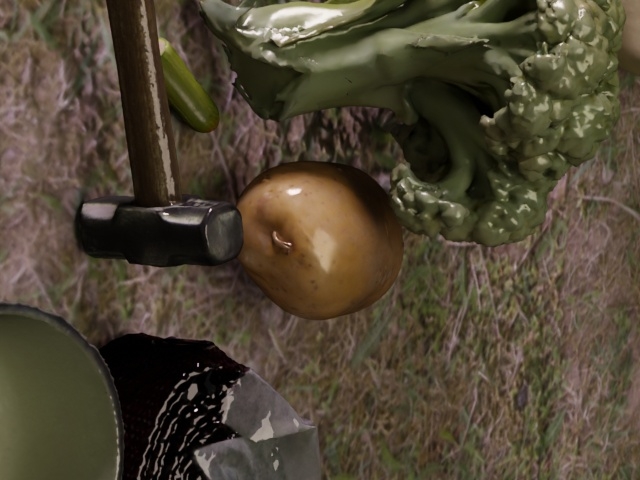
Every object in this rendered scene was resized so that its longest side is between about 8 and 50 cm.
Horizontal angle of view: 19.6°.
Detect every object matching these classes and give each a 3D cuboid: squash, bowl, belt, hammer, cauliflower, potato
[{"bbox_3d":[-0.097,-0.106,1.301,0.027,0.027,0.083,-60,137,-24],"label":"squash"},{"bbox_3d":[-0.231,0.132,1.117,0.211,0.112,0.211,-13,108,-49],"label":"bowl"},{"bbox_3d":[-0.092,0.212,1.258,0.184,0.164,0.289,0,97,-41],"label":"belt"},{"bbox_3d":[-0.126,-0.160,1.202,0.043,0.111,0.365,-25,113,-52],"label":"hammer"},{"bbox_3d":[0.092,-0.119,1.352,0.281,0.327,0.260,-29,90,-4],"label":"cauliflower"},{"bbox_3d":[0.000,0.000,1.375,0.109,0.118,0.178,-44,162,19],"label":"potato"}]

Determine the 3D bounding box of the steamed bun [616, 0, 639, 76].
[{"bbox_3d":[0.333,-0.241,1.694,0.250,0.154,0.200,-28,120,-52],"label":"steamed bun"}]
